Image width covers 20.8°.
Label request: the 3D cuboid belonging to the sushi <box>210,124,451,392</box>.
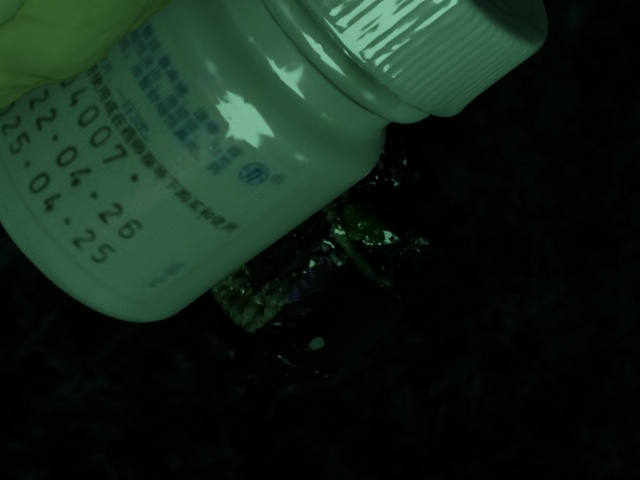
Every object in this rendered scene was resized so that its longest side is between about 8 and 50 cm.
[{"bbox_3d":[0.000,0.000,0.622,0.084,0.083,0.056,-34,125,25],"label":"sushi"}]

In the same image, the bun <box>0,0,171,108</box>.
[{"bbox_3d":[-0.159,-0.160,0.391,0.364,0.202,0.364,-1,130,-1],"label":"bun"}]

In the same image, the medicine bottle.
[{"bbox_3d":[-0.023,-0.056,0.558,0.168,0.105,0.105,-35,125,24],"label":"medicine bottle"}]
